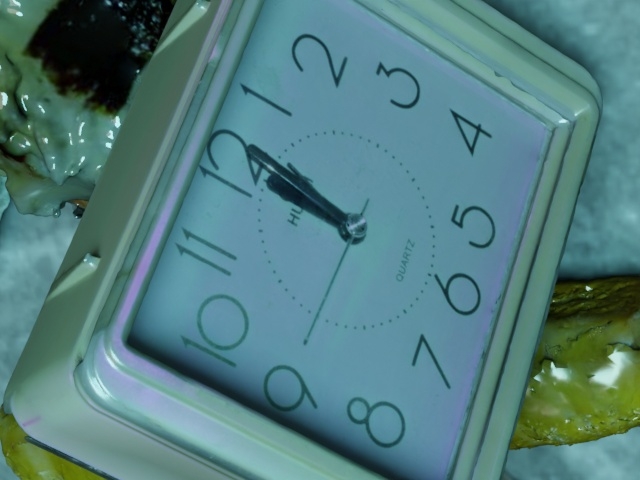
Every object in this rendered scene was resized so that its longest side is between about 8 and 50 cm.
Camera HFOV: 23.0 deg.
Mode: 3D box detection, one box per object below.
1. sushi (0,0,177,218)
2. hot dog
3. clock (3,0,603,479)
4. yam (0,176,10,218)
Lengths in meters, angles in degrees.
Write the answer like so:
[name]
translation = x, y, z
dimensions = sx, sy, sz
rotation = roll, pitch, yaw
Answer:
[sushi]
translation = -0.104, -0.067, 0.580
dimensions = 0.226, 0.103, 0.097
rotation = 38, 102, -13
[hot dog]
translation = 0.002, 0.063, 0.628
dimensions = 0.289, 0.083, 0.068
rotation = -8, 124, 22
[clock]
translation = 0.000, 0.000, 0.520
dimensions = 0.147, 0.192, 0.071
rotation = 30, 152, -19
[yam]
translation = -0.284, -0.090, 0.657
dimensions = 0.330, 0.133, 0.133
rotation = 27, 115, 14
